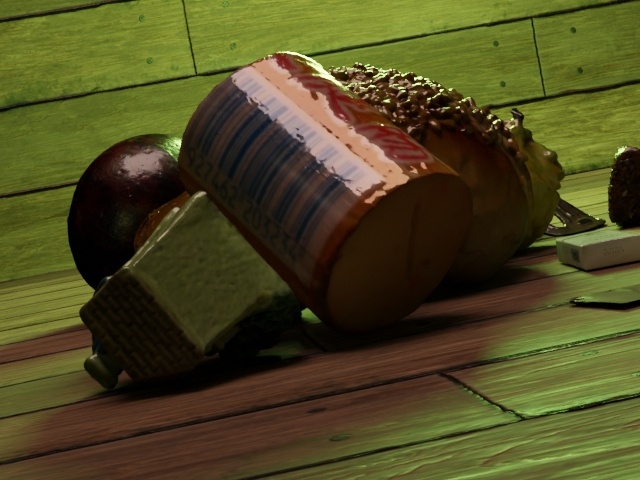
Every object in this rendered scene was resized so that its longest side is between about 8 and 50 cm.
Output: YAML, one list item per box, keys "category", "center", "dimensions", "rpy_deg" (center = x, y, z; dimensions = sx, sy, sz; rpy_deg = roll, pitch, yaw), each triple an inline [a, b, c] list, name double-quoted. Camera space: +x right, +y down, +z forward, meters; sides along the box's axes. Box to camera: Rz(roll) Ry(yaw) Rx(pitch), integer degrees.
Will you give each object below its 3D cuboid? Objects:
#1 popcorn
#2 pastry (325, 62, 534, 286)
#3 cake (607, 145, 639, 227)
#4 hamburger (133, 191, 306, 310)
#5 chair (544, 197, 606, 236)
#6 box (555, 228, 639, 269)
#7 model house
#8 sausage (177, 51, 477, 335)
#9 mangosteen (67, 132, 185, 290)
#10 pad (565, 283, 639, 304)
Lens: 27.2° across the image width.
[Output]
- category: "popcorn"
  center: [0.278, -0.097, 2.154]
  dimensions: [0.225, 0.249, 0.249]
  rpy_deg: [-53, -12, 19]
- category: "pastry"
  center: [0.127, -0.104, 1.870]
  dimensions: [0.409, 0.245, 0.409]
  rpy_deg: [23, 12, -5]
- category: "cake"
  center: [0.599, -0.106, 2.208]
  dimensions: [0.246, 0.135, 0.112]
  rpy_deg: [-9, 3, 17]
- category: "hamburger"
  center: [-0.136, 0.024, 1.818]
  dimensions: [0.245, 0.211, 0.260]
  rpy_deg: [-18, 3, 22]
- category: "chair"
  center: [0.326, -0.056, 2.378]
  dimensions: [0.326, 0.183, 0.175]
  rpy_deg: [43, 32, 24]
- category: "box"
  center: [0.380, 0.011, 1.808]
  dimensions: [0.083, 0.040, 0.154]
  rpy_deg: [-13, 3, -2]
- category: "model house"
  center: [-0.164, 0.089, 1.458]
  dimensions: [0.189, 0.195, 0.214]
  rpy_deg: [-40, 3, -27]
- category: "sausage"
  center: [0.001, -0.060, 1.562]
  dimensions: [0.233, 0.233, 0.287]
  rpy_deg: [-14, 42, -40]
- category: "mangosteen"
  center: [-0.251, -0.016, 2.225]
  dimensions: [0.359, 0.306, 0.306]
  rpy_deg: [25, 17, 18]
- category: "pad"
  center: [0.379, 0.053, 1.463]
  dimensions: [0.187, 0.006, 0.113]
  rpy_deg: [-10, 3, -22]
